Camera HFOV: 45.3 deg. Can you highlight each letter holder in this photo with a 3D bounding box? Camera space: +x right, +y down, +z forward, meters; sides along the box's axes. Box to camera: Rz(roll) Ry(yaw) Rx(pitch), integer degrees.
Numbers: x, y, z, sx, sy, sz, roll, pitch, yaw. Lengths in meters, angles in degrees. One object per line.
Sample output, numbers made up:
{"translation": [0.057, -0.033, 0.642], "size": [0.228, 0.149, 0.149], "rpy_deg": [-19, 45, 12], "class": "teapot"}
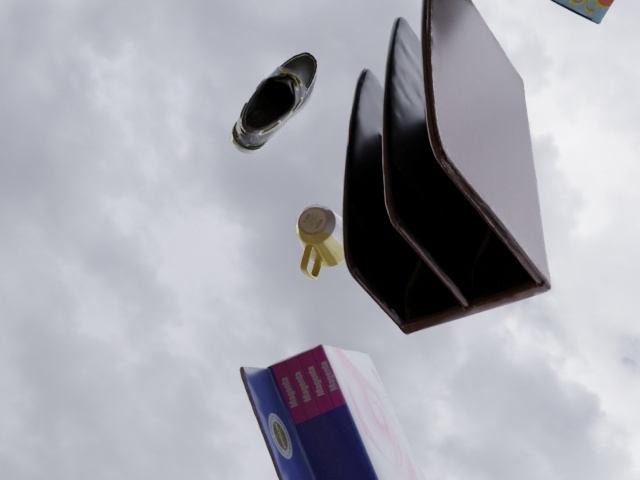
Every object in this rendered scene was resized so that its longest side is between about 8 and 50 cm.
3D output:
{"translation": [0.097, -0.103, 0.747], "size": [0.152, 0.214, 0.302], "rpy_deg": [-21, -138, 29], "class": "letter holder"}

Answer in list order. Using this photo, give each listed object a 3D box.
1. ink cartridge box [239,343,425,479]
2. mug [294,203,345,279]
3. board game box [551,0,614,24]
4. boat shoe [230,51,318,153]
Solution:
{"translation": [0.058, 0.267, 0.784], "size": [0.071, 0.330, 0.324], "rpy_deg": [-26, -105, 8], "class": "ink cartridge box"}
{"translation": [0.003, -0.003, 0.849], "size": [0.062, 0.064, 0.078], "rpy_deg": [-19, -115, 11], "class": "mug"}
{"translation": [0.234, -0.346, 0.773], "size": [0.144, 0.275, 0.142], "rpy_deg": [23, -59, -8], "class": "board game box"}
{"translation": [-0.065, -0.239, 1.273], "size": [0.081, 0.069, 0.228], "rpy_deg": [35, -118, -3], "class": "boat shoe"}
